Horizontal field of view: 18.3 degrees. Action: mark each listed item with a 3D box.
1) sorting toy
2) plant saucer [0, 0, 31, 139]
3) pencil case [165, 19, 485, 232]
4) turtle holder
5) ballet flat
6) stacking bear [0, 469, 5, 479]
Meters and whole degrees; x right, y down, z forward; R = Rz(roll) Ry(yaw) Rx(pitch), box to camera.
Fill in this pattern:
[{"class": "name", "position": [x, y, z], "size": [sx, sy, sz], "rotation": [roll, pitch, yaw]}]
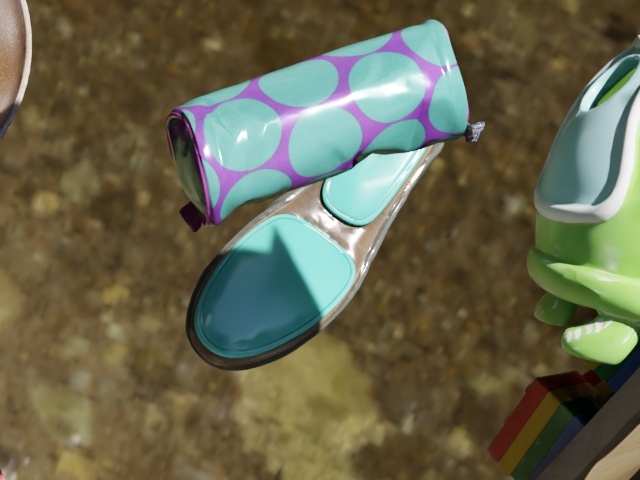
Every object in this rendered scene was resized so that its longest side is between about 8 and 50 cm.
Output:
[{"class": "sorting toy", "position": [0.257, 0.130, 1.715], "size": [0.089, 0.255, 0.257], "rotation": [45, 17, 18]}, {"class": "plant saucer", "position": [-0.361, -0.138, 1.392], "size": [0.311, 0.050, 0.310], "rotation": [7, 62, -13]}, {"class": "pencil case", "position": [0.000, -0.057, 0.981], "size": [0.152, 0.070, 0.064], "rotation": [-19, 55, -17]}, {"class": "turtle holder", "position": [0.270, -0.027, 1.407], "size": [0.243, 0.227, 0.320], "rotation": [9, 8, 12]}, {"class": "ballet flat", "position": [0.000, 0.000, 1.473], "size": [0.095, 0.096, 0.280], "rotation": [40, 67, 4]}, {"class": "stacking bear", "position": [-0.353, 0.227, 1.295], "size": [0.164, 0.175, 0.289], "rotation": [45, 45, 19]}]
